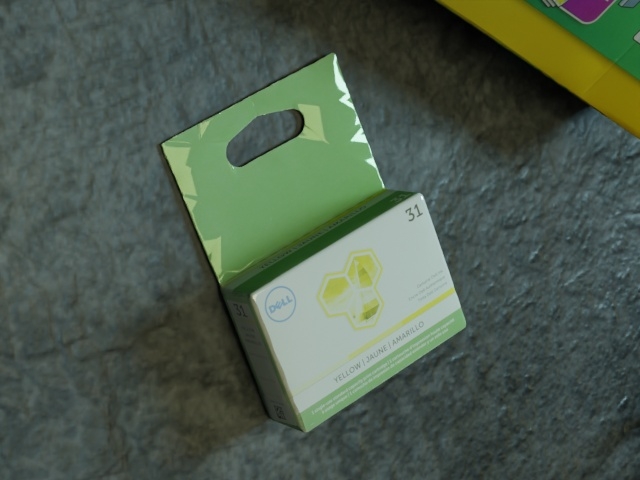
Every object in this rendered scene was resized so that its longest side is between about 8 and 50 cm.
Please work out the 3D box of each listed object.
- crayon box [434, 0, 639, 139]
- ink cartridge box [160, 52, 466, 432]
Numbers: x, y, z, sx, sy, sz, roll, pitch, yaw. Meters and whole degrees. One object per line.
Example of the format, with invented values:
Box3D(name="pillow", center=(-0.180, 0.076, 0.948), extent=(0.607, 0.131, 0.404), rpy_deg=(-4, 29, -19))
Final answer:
Box3D(name="crayon box", center=(0.266, -0.286, 1.298), extent=(0.313, 0.106, 0.363), rpy_deg=(28, 116, -34))
Box3D(name="ink cartridge box", center=(0.000, 0.000, 1.291), extent=(0.171, 0.056, 0.235), rpy_deg=(-31, 113, -27))
